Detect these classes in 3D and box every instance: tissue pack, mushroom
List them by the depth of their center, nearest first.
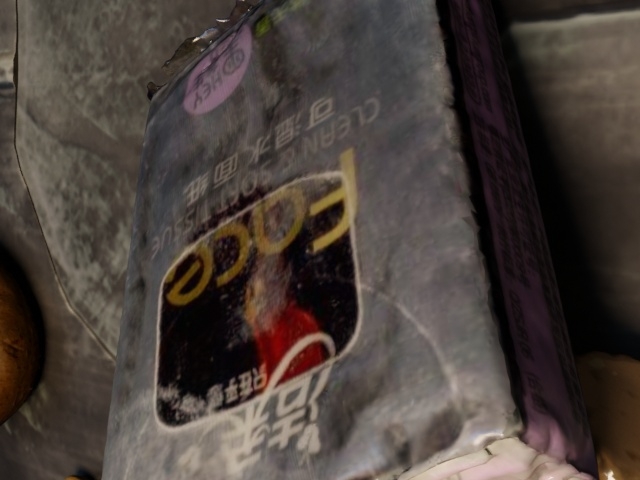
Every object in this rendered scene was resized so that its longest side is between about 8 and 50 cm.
[{"bbox_3d":[0.000,0.000,0.518,0.259,0.122,0.361,-29,45,33],"label":"tissue pack"},{"bbox_3d":[-0.367,0.107,0.915,0.231,0.138,0.194,62,140,32],"label":"mushroom"}]

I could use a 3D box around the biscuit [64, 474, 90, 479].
[{"bbox_3d":[-0.253,0.347,0.884,0.238,0.041,0.212,-27,77,36],"label":"biscuit"}]

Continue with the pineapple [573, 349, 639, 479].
[{"bbox_3d":[0.089,0.190,0.539,0.170,0.141,0.310,39,126,4],"label":"pineapple"}]
